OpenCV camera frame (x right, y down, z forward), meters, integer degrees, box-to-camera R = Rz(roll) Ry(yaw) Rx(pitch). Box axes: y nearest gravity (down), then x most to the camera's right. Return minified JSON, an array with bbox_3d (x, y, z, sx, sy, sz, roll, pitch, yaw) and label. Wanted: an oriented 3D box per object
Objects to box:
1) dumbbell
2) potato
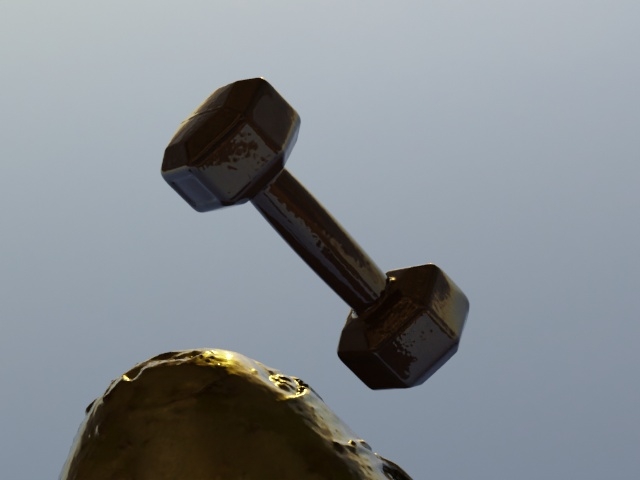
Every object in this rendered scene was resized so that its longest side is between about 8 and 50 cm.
[{"bbox_3d":[0.000,0.000,1.056,0.082,0.231,0.092,-52,-160,-23],"label":"dumbbell"},{"bbox_3d":[-0.035,0.183,1.118,0.300,0.196,0.246,13,168,7],"label":"potato"}]
